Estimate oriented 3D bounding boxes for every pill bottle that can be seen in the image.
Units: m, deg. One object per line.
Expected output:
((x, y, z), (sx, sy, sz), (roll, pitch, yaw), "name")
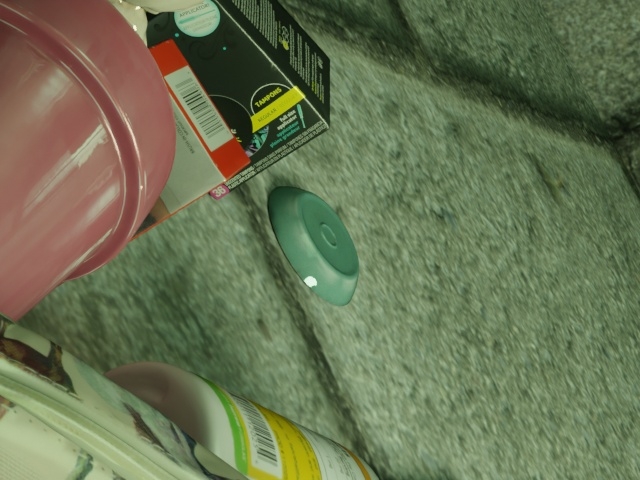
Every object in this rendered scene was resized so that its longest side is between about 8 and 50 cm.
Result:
((-0.042, 0.171, 1.012), (0.246, 0.136, 0.136), (32, 34, -48), "pill bottle")

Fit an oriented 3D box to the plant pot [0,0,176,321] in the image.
((-0.200, -0.029, 0.893), (0.201, 0.201, 0.180), (50, 39, -21), "plant pot")

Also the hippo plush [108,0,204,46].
((-0.167, -0.233, 1.195), (0.294, 0.234, 0.236), (20, 11, 15), "hippo plush")

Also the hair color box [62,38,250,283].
((-0.139, -0.039, 1.035), (0.093, 0.167, 0.053), (57, 23, -4), "hair color box")

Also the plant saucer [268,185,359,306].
((0.000, 0.000, 1.473), (0.119, 0.021, 0.119), (46, 25, -28), "plant saucer")

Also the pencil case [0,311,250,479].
((-0.110, 0.137, 0.776), (0.410, 0.183, 0.160), (37, 25, -20), "pencil case")

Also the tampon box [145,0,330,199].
((-0.085, -0.139, 1.339), (0.161, 0.120, 0.101), (46, 25, -29), "tampon box")
